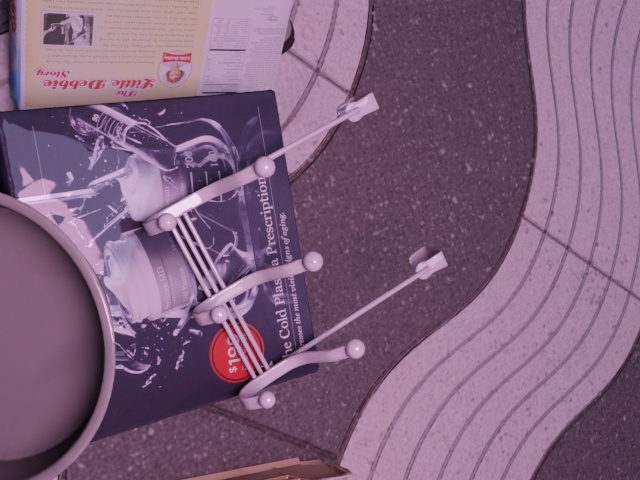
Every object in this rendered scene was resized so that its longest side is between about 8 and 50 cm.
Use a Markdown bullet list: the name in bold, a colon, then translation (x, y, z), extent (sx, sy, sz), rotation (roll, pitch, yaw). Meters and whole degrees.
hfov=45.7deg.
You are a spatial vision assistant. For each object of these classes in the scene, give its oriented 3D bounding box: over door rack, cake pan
- **over door rack**: translation (0.000, 0.000, 0.840), extent (0.324, 0.108, 0.239), rotation (-34, 108, -29)
- **cake pan**: translation (-0.322, 0.094, 0.713), extent (0.293, 0.054, 0.293), rotation (1, 96, 8)

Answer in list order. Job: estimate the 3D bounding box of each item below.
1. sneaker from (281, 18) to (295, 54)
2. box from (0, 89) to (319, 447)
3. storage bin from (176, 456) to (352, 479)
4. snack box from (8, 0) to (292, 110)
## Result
- **sneaker**: translation (-0.122, -0.339, 0.970), extent (0.271, 0.108, 0.100), rotation (44, 67, -35)
- **box**: translation (-0.198, 0.019, 0.882), extent (0.312, 0.179, 0.343), rotation (-12, 95, -31)
- **storage bin**: translation (-0.078, 0.438, 0.983), extent (0.260, 0.123, 0.262), rotation (-1, 89, -32)
- **snack box**: translation (-0.193, -0.251, 0.895), extent (0.322, 0.060, 0.187), rotation (-7, 131, -30)
